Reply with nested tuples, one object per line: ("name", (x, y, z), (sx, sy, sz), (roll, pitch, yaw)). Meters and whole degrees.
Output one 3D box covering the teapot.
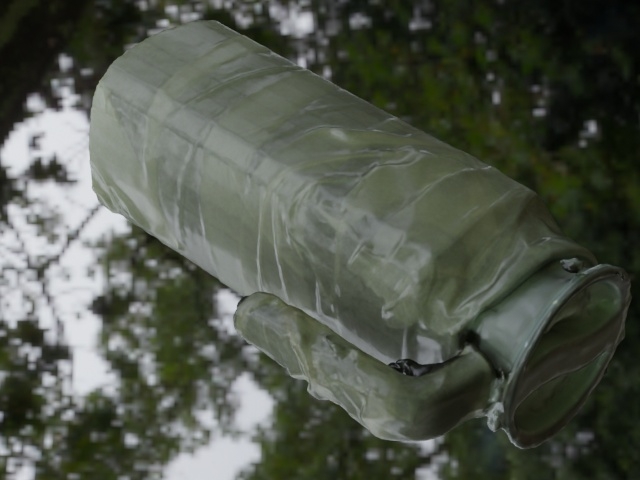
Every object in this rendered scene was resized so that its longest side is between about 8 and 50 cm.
("teapot", (0.000, 0.000, 0.548), (0.107, 0.200, 0.077), (-28, -43, -40))
